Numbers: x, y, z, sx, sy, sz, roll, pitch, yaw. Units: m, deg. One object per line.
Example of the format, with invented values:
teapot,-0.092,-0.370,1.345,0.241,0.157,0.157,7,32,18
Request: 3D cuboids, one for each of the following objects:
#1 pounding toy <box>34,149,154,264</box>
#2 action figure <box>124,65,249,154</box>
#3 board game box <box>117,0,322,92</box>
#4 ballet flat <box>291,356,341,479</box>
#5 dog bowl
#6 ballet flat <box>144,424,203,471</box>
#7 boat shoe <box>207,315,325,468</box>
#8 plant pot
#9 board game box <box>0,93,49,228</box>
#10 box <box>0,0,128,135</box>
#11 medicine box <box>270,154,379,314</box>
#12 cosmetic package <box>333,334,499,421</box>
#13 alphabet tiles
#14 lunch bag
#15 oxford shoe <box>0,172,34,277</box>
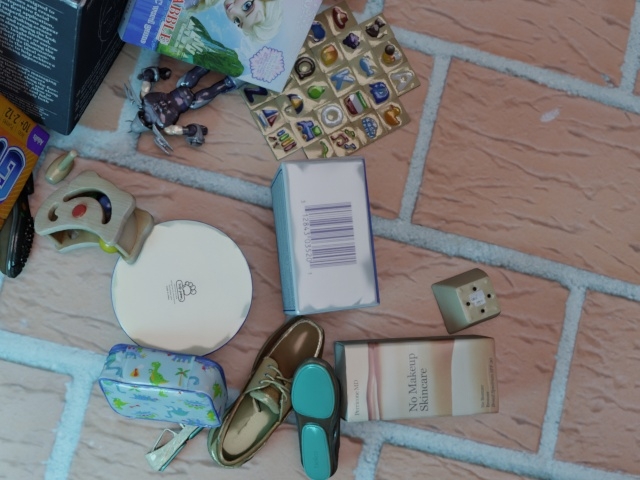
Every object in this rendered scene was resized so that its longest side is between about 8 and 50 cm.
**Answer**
pounding toy,-0.445,-0.060,1.594,0.269,0.155,0.154,28,74,36
action figure,-0.254,-0.282,1.702,0.285,0.099,0.185,-33,98,-1
board game box,-0.152,-0.454,1.545,0.318,0.066,0.318,13,116,-28
ballet flat,-0.003,0.317,1.644,0.095,0.096,0.280,9,119,15
dog bowl,-0.260,0.094,1.661,0.265,0.104,0.264,1,85,-9
ballet flat,-0.264,0.363,1.663,0.052,0.057,0.168,44,80,6
boat shoe,-0.093,0.294,1.661,0.123,0.120,0.324,33,81,-5
plant pot,0.299,0.120,1.748,0.109,0.096,0.109,-19,89,-10
board game box,-0.739,-0.141,1.446,0.357,0.356,0.356,25,82,7
box,-0.449,-0.422,1.492,0.212,0.395,0.293,25,61,-7
medicine box,0.000,0.000,1.615,0.149,0.289,0.263,-5,86,-7
cosmetic package,0.182,0.264,1.701,0.296,0.129,0.153,-3,87,-9
alphabet tiles,0.020,-0.315,1.787,0.343,0.011,0.285,-29,89,-10
lunch bag,-0.281,0.268,1.594,0.219,0.176,0.090,6,55,9
oxford shoe,-0.591,-0.040,1.642,0.096,0.083,0.227,-4,79,2
